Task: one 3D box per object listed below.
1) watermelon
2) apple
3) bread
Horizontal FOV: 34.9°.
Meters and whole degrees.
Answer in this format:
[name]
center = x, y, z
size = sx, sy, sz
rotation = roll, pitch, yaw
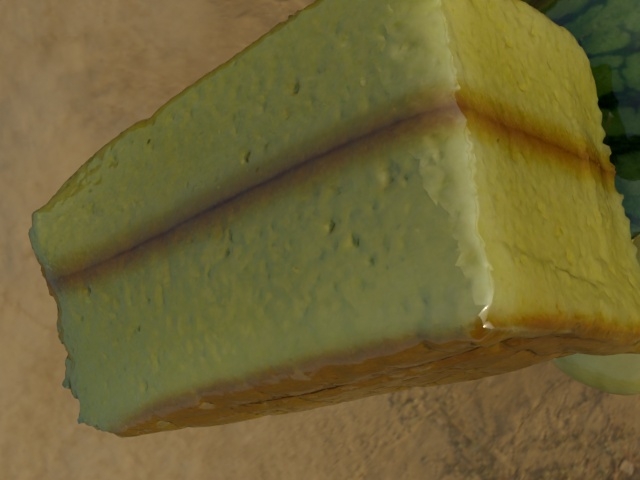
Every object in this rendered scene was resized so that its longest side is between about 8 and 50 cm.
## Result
[watermelon]
center = 0.221, -0.132, 0.864
size = 0.331, 0.190, 0.330
rotation = -177, 90, -65
[apple]
center = 0.467, 0.111, 1.600
size = 0.262, 0.262, 0.262
rotation = 7, 105, 26
[bread]
center = 0.000, 0.000, 0.706
size = 0.362, 0.245, 0.233
rotation = -21, 71, 34
